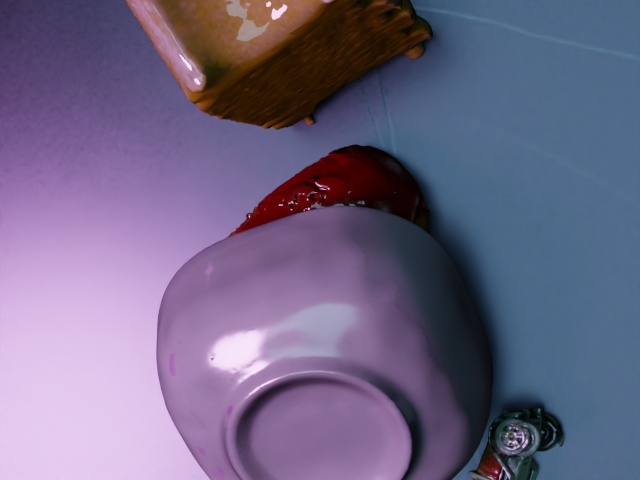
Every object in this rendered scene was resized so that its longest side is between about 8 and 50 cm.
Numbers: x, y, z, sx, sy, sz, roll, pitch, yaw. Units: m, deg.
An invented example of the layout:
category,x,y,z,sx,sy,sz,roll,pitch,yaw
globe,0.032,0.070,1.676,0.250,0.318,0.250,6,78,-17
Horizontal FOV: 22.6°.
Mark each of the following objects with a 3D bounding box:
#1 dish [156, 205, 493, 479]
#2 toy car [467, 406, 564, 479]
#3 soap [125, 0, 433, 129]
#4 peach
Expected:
category,x,y,z,sx,sy,sz,roll,pitch,yaw
dish,0.002,0.110,1.141,0.256,0.117,0.256,1,122,2
toy car,0.134,0.192,1.193,0.054,0.073,0.143,17,96,28
soap,-0.080,-0.250,1.113,0.156,0.293,0.335,-33,86,13
peach,-0.001,-0.001,1.204,0.172,0.092,0.127,-13,92,9
